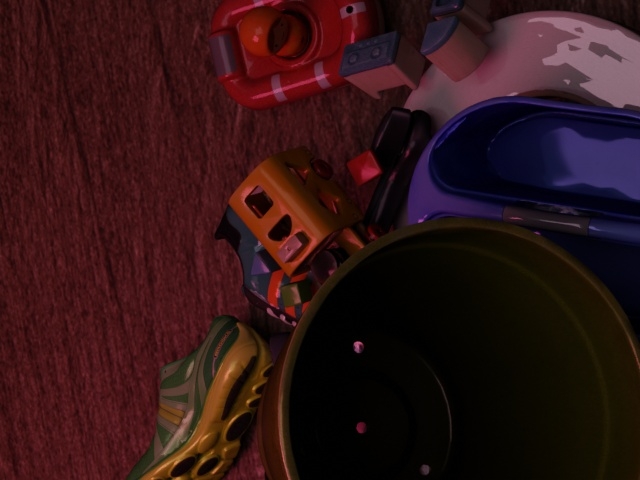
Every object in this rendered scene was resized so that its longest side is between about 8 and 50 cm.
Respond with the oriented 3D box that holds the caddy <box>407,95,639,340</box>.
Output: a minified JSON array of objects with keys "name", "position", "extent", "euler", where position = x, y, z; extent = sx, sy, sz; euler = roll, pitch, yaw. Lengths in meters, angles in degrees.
[{"name":"caddy","position":[0.262,-0.025,1.727],"extent":[0.341,0.179,0.241],"euler":[9,98,25]}]

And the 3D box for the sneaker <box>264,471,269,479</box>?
[{"name":"sneaker","position":[-0.005,0.347,1.988],"extent":[0.217,0.121,0.079],"euler":[46,110,17]}]

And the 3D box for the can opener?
[{"name":"can opener","position":[0.081,-0.066,1.885],"extent":[0.073,0.059,0.186],"euler":[18,112,-3]}]

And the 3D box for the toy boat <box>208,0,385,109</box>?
[{"name":"toy boat","position":[-0.043,-0.246,1.956],"extent":[0.231,0.151,0.151],"euler":[-15,87,26]}]

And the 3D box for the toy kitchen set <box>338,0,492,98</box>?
[{"name":"toy kitchen set","position":[0.105,-0.288,1.867],"extent":[0.166,0.122,0.207],"euler":[-10,55,43]}]

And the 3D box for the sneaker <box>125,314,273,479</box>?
[{"name":"sneaker","position":[-0.156,0.218,2.081],"extent":[0.295,0.109,0.123],"euler":[-55,45,22]}]

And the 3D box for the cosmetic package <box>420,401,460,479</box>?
[{"name":"cosmetic package","position":[0.183,0.223,1.879],"extent":[0.239,0.060,0.099],"euler":[-22,85,2]}]

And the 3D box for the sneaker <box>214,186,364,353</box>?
[{"name":"sneaker","position":[-0.016,0.063,1.993],"extent":[0.121,0.108,0.302],"euler":[-45,69,26]}]

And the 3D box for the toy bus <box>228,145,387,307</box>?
[{"name":"toy bus","position":[-0.011,-0.006,1.847],"extent":[0.202,0.104,0.191],"euler":[5,104,32]}]

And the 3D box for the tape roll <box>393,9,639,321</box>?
[{"name":"tape roll","position":[0.266,-0.067,1.861],"extent":[0.392,0.072,0.392],"euler":[1,93,25]}]

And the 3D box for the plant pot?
[{"name":"plant pot","position":[0.090,0.186,1.657],"extent":[0.367,0.353,0.366],"euler":[3,80,-16]}]

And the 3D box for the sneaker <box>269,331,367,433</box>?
[{"name":"sneaker","position":[0.058,0.230,1.972],"extent":[0.131,0.112,0.319],"euler":[-32,84,8]}]
